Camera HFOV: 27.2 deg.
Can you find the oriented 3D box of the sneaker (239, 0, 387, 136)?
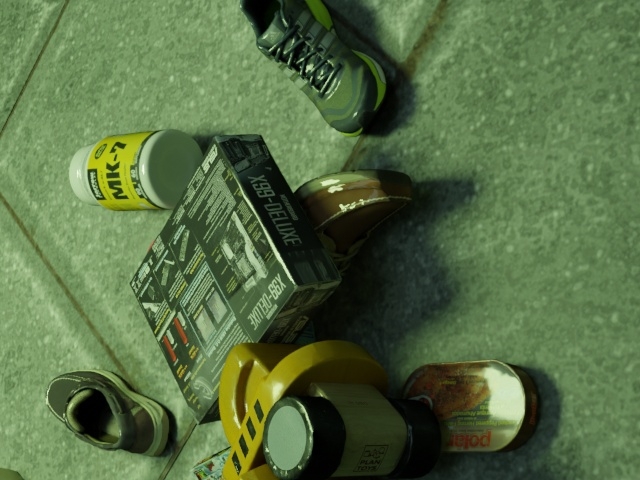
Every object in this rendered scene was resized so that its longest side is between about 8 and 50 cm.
[{"bbox_3d":[-0.020,-0.246,1.783,0.111,0.121,0.300,-56,48,20],"label":"sneaker"}]

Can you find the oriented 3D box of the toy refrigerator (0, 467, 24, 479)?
[{"bbox_3d":[-0.473,0.467,2.083,0.269,0.094,0.102,32,96,44],"label":"toy refrigerator"}]

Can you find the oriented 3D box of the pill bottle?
[{"bbox_3d":[-0.283,-0.104,2.015,0.208,0.119,0.119,-1,79,45],"label":"pill bottle"}]

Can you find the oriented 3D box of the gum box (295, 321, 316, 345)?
[{"bbox_3d":[-0.067,0.188,1.778,0.157,0.041,0.184,-29,61,37],"label":"gum box"}]

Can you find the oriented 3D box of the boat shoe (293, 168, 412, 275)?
[{"bbox_3d":[0.000,0.000,1.717,0.324,0.122,0.120,-25,68,48],"label":"boat shoe"}]

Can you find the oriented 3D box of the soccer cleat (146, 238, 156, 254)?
[{"bbox_3d":[-0.197,0.107,1.918,0.095,0.083,0.248,115,139,-59],"label":"soccer cleat"}]

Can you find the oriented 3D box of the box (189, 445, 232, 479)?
[{"bbox_3d":[-0.099,0.315,1.754,0.137,0.027,0.094,-30,95,36],"label":"box"}]

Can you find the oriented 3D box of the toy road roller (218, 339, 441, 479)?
[{"bbox_3d":[-0.030,0.265,1.586,0.240,0.202,0.330,46,120,45],"label":"toy road roller"}]

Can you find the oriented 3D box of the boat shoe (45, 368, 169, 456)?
[{"bbox_3d":[-0.341,0.255,2.000,0.285,0.092,0.103,18,93,46],"label":"boat shoe"}]

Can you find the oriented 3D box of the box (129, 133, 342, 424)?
[{"bbox_3d":[-0.120,0.053,1.714,0.242,0.076,0.307,59,135,28],"label":"box"}]

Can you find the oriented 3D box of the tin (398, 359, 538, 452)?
[{"bbox_3d":[0.171,0.196,1.543,0.189,0.040,0.106,-8,70,44],"label":"tin"}]
